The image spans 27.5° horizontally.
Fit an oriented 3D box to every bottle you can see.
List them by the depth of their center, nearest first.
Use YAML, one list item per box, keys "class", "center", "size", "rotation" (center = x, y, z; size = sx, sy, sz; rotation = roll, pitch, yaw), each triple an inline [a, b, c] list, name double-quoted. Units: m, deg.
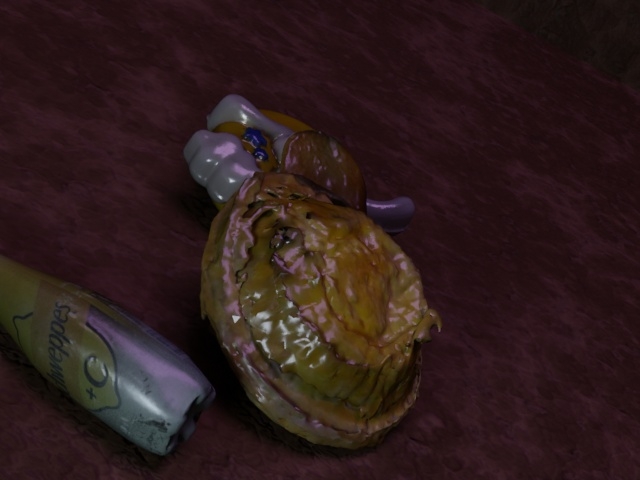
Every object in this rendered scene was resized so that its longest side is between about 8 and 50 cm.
- class: "bottle"
  center: [-0.209, 0.071, 1.053]
  size: [0.270, 0.083, 0.083]
  rotation: [33, 26, 12]

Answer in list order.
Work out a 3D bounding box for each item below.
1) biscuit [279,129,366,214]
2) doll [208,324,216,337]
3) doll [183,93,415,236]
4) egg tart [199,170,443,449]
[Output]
- class: "biscuit"
  center: [0.000, 0.000, 1.332]
  size: [0.118, 0.029, 0.247]
  rotation: [22, 58, -33]
- class: "doll"
  center: [-0.073, 0.081, 1.242]
  size: [0.061, 0.051, 0.093]
  rotation: [33, -3, 6]
- class: "doll"
  center: [-0.027, -0.064, 1.445]
  size: [0.252, 0.111, 0.237]
  rotation: [38, 27, 4]
- class: "egg tart"
  center: [0.019, 0.052, 1.208]
  size: [0.291, 0.107, 0.290]
  rotation: [27, 47, -33]
